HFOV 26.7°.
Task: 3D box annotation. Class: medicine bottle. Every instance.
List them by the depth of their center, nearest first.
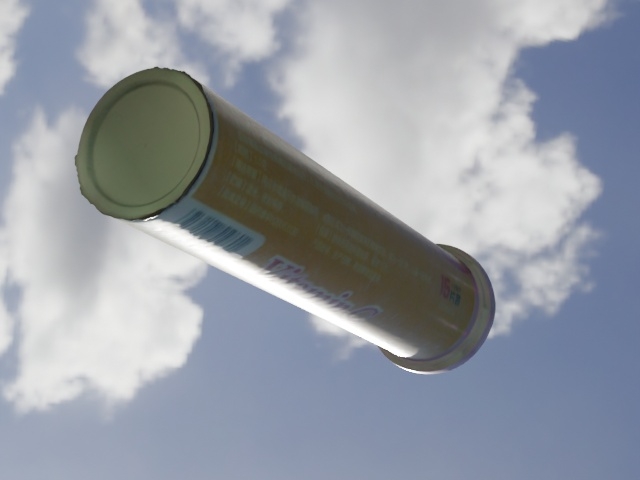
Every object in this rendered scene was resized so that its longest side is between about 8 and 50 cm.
[{"bbox_3d":[0.000,0.000,0.919,0.108,0.426,0.108,-8,-109,25],"label":"medicine bottle"}]
